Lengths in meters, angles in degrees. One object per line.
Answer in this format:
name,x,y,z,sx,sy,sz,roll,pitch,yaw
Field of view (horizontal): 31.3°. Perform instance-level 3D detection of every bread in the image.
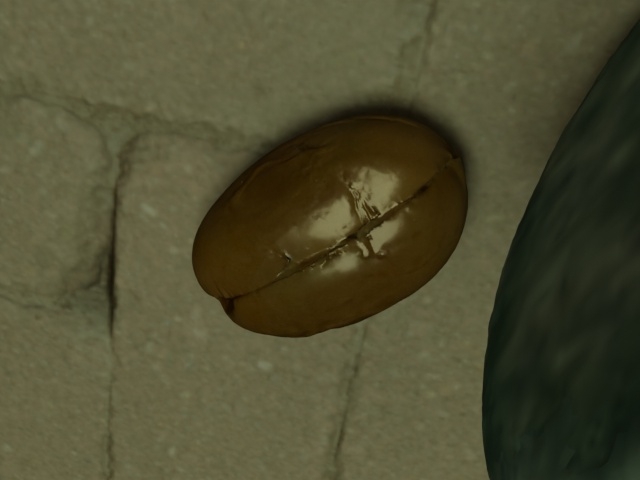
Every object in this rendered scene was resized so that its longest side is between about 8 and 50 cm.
bread,0.000,0.000,0.655,0.189,0.077,0.114,-30,117,28

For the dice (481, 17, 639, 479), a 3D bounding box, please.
dice,0.286,0.032,0.438,0.348,0.330,0.328,30,128,-9
